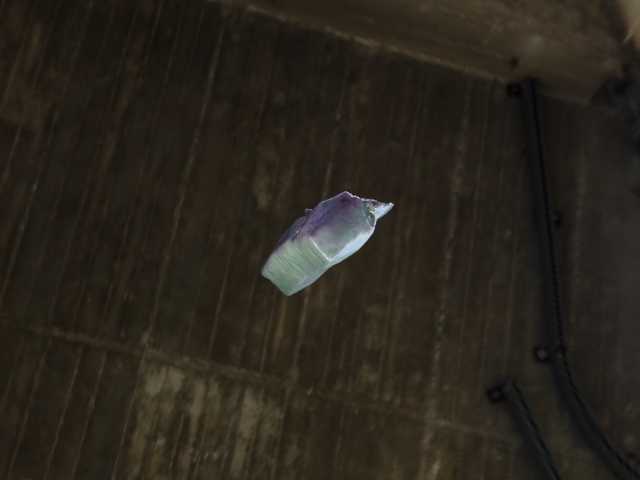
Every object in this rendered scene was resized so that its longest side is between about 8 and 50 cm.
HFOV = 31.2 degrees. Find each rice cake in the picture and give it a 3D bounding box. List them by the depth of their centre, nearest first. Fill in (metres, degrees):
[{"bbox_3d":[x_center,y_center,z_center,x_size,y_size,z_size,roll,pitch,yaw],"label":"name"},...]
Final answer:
[{"bbox_3d":[-0.002,0.001,0.944,0.081,0.290,0.051,-33,-92,-10],"label":"rice cake"}]
